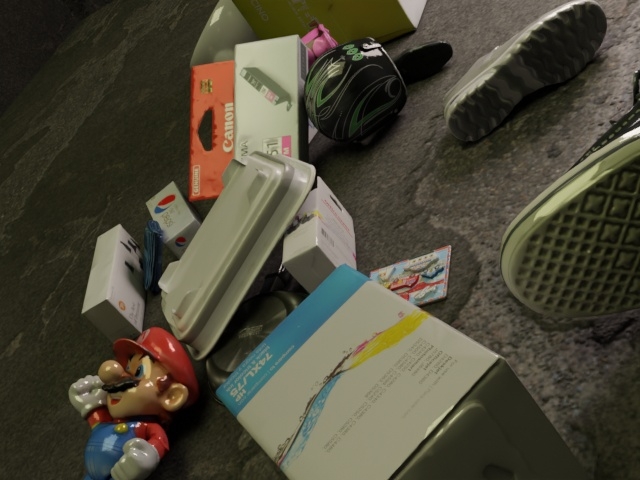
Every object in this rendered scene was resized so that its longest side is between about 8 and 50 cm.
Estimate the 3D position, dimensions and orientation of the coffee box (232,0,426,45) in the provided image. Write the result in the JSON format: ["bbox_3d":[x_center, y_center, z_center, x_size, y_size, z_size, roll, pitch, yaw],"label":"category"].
[{"bbox_3d":[0.016,-0.607,1.783,0.338,0.338,0.334,-15,38,35],"label":"coffee box"}]

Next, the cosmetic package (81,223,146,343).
[{"bbox_3d":[-0.366,0.077,1.529,0.060,0.099,0.239,-32,32,13],"label":"cosmetic package"}]

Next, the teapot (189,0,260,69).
[{"bbox_3d":[-0.172,-0.450,1.947,0.256,0.187,0.252,-65,8,-9],"label":"teapot"}]

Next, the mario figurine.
[{"bbox_3d":[-0.286,0.254,1.129,0.198,0.170,0.321,12,58,11],"label":"mario figurine"}]

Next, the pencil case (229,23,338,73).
[{"bbox_3d":[-0.063,-0.327,1.587,0.209,0.095,0.098,-25,35,12],"label":"pencil case"}]

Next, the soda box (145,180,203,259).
[{"bbox_3d":[-0.268,-0.035,1.600,0.074,0.069,0.216,-39,31,-1],"label":"soda box"}]

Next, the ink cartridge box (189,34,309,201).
[{"bbox_3d":[-0.140,-0.217,1.512,0.238,0.060,0.275,-5,77,18],"label":"ink cartridge box"}]

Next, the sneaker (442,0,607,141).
[{"bbox_3d":[0.294,-0.274,1.271,0.281,0.105,0.115,-34,31,10],"label":"sneaker"}]

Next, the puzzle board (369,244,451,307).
[{"bbox_3d":[0.113,0.057,1.122,0.128,0.011,0.096,-20,36,29],"label":"puzzle board"}]

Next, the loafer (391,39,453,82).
[{"bbox_3d":[0.163,-0.324,1.527,0.170,0.062,0.061,-19,31,28],"label":"loafer"}]

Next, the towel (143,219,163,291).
[{"bbox_3d":[-0.305,0.028,1.520,0.029,0.120,0.067,-1,20,-20],"label":"towel"}]

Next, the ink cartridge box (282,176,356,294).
[{"bbox_3d":[0.000,0.000,1.228,0.061,0.104,0.181,-28,31,19],"label":"ink cartridge box"}]

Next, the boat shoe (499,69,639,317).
[{"bbox_3d":[0.390,-0.094,0.867,0.500,0.187,0.156,-35,25,-3],"label":"boat shoe"}]

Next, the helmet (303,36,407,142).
[{"bbox_3d":[0.050,-0.254,1.453,0.161,0.169,0.169,-34,30,-3],"label":"helmet"}]

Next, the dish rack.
[{"bbox_3d":[-0.149,0.001,1.301,0.333,0.072,0.285,-59,21,1],"label":"dish rack"}]

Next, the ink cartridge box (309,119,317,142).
[{"bbox_3d":[-0.062,-0.249,1.646,0.139,0.082,0.191,-2,48,45],"label":"ink cartridge box"}]

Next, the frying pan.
[{"bbox_3d":[-0.056,0.095,1.219,0.197,0.053,0.326,6,56,46],"label":"frying pan"}]

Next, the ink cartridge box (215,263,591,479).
[{"bbox_3d":[0.071,0.188,0.810,0.197,0.198,0.270,-44,30,-10],"label":"ink cartridge box"}]
